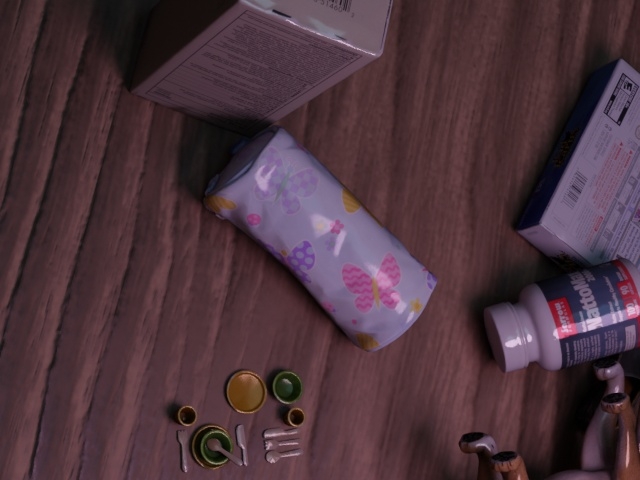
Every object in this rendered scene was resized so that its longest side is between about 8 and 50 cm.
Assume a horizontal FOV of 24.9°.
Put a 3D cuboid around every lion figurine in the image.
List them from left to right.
[{"bbox_3d":[0.273,0.302,1.621,0.392,0.142,0.240,-21,107,-24],"label":"lion figurine"}]

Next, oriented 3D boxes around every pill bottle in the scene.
[{"bbox_3d":[0.290,0.094,1.702,0.180,0.108,0.108,-16,87,-5],"label":"pill bottle"}]

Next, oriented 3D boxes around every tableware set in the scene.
[{"bbox_3d":[-0.084,0.192,1.564,0.154,0.024,0.104,-3,81,-27],"label":"tableware set"}]

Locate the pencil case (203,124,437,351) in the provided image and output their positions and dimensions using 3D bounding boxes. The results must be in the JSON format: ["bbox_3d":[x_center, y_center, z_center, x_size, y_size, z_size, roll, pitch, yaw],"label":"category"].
[{"bbox_3d":[0.000,0.000,1.593,0.273,0.113,0.124,43,98,-13],"label":"pencil case"}]

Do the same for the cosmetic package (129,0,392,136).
[{"bbox_3d":[-0.066,-0.217,1.497,0.160,0.309,0.113,19,72,-23],"label":"cosmetic package"}]

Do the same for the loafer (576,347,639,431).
[{"bbox_3d":[0.375,0.164,1.752,0.062,0.061,0.170,27,87,-16],"label":"loafer"}]

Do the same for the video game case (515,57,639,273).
[{"bbox_3d":[0.399,-0.051,1.834,0.244,0.061,0.269,37,65,-16],"label":"video game case"}]
